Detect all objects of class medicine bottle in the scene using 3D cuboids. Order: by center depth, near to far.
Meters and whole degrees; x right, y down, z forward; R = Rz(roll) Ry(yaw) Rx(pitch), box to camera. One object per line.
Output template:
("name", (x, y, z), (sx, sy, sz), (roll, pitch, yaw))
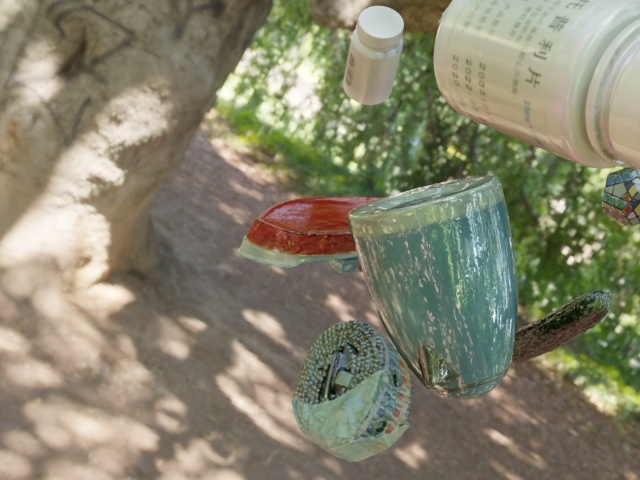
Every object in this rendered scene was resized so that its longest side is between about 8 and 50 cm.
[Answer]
("medicine bottle", (0.259, -0.163, 0.956), (0.170, 0.170, 0.293), (21, 10, -41))
("medicine bottle", (0.105, -0.363, 1.919), (0.103, 0.103, 0.186), (32, -32, 14))

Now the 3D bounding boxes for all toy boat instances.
("toy boat", (0.000, 0.000, 1.915), (0.332, 0.133, 0.145), (-3, 39, -23))

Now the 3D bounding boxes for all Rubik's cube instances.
("Rubik's cube", (0.530, -0.077, 1.657), (0.111, 0.093, 0.111), (9, 56, -14))

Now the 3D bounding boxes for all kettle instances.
("kettle", (0.225, 0.079, 1.578), (0.247, 0.342, 0.319), (-10, 10, 39))

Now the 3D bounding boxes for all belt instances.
("belt", (0.063, 0.289, 1.844), (0.207, 0.257, 0.150), (-9, -36, 35))

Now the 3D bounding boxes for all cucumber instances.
("cucumber", (0.409, 0.155, 1.699), (0.067, 0.245, 0.067), (22, 52, -31))
